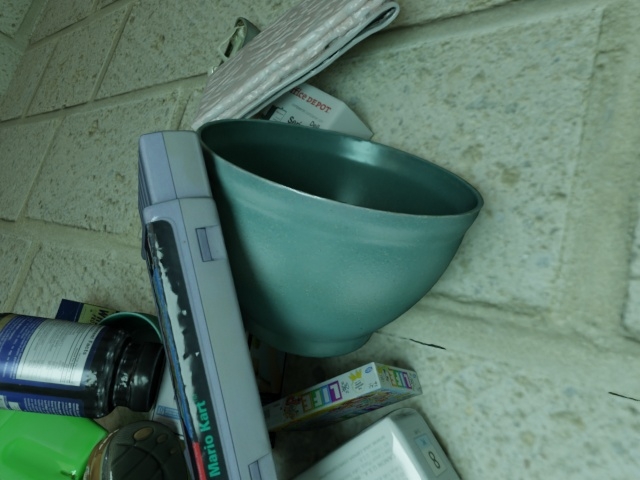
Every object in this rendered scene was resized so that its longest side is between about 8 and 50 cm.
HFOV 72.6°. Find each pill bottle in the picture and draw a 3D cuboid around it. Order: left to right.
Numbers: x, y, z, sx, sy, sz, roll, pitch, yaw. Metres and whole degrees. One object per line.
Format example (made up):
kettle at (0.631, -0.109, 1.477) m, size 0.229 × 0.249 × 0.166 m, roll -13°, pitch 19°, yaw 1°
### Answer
pill bottle at (-0.335, 0.173, 0.593) m, size 0.123 × 0.219 × 0.123 m, roll -169°, pitch 90°, yaw -80°

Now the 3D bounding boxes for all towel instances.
towel at (-0.052, -0.311, 0.698) m, size 0.331 × 0.053 × 0.317 m, roll -31°, pitch 33°, yaw 14°

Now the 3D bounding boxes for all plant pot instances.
plant pot at (0.000, 0.000, 0.487) m, size 0.293 × 0.293 × 0.196 m, roll 37°, pitch 122°, yaw 40°

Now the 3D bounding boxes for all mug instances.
mug at (-0.295, 0.196, 0.710) m, size 0.129 × 0.097 × 0.158 m, roll -22°, pitch 79°, yaw -3°

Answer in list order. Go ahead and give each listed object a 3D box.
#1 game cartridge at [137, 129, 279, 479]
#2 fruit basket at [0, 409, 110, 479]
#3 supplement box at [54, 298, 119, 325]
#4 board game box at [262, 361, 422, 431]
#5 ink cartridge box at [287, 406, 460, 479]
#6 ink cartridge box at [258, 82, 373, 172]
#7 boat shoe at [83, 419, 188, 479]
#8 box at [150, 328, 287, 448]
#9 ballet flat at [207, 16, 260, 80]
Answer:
game cartridge at (-0.115, 0.105, 0.407) m, size 0.230 × 0.068 × 0.355 m, roll 153°, pitch 104°, yaw -70°
fruit basket at (-0.485, 0.406, 0.607) m, size 0.391 × 0.283 × 0.392 m, roll -7°, pitch 36°, yaw 5°
supplement box at (-0.469, 0.156, 0.874) m, size 0.083 × 0.083 × 0.056 m, roll 3°, pitch 73°, yaw 38°
board game box at (0.022, 0.178, 0.484) m, size 0.154 × 0.103 × 0.026 m, roll -30°, pitch 56°, yaw 24°
ink cartridge box at (0.059, 0.405, 0.389) m, size 0.308 × 0.091 × 0.385 m, roll -40°, pitch 61°, yaw 16°
ink cartridge box at (-0.044, -0.130, 0.673) m, size 0.208 × 0.087 × 0.153 m, roll -53°, pitch 50°, yaw 5°
boat shoe at (-0.212, 0.390, 0.536) m, size 0.119 × 0.122 × 0.324 m, roll -22°, pitch 76°, yaw 34°
box at (-0.134, 0.132, 0.631) m, size 0.169 × 0.087 × 0.290 m, roll -4°, pitch 69°, yaw 35°
ballet flat at (-0.196, -0.356, 0.894) m, size 0.072 × 0.068 × 0.213 m, roll 24°, pitch 87°, yaw 41°
